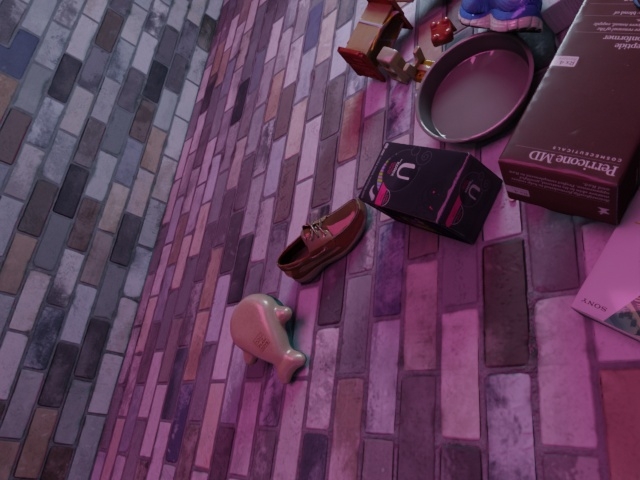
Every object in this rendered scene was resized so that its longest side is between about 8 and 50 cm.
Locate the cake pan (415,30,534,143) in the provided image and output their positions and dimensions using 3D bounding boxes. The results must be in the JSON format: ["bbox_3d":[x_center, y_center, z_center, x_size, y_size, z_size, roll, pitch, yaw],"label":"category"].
[{"bbox_3d":[0.369,-0.359,1.169,0.293,0.054,0.293,-17,62,36],"label":"cake pan"}]

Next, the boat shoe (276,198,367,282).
[{"bbox_3d":[0.000,0.000,1.375,0.324,0.116,0.123,-46,40,22],"label":"boat shoe"}]

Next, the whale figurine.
[{"bbox_3d":[-0.135,0.275,1.390,0.272,0.141,0.216,43,105,27],"label":"whale figurine"}]

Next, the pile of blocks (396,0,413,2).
[{"bbox_3d":[0.367,-0.800,1.433,0.362,0.112,0.148,-15,100,24],"label":"pile of blocks"}]

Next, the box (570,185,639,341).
[{"bbox_3d":[0.567,0.018,0.730,0.232,0.059,0.321,32,96,53],"label":"box"}]

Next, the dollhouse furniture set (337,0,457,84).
[{"bbox_3d":[0.253,-0.569,1.425,0.374,0.152,0.201,32,94,36],"label":"dollhouse furniture set"}]

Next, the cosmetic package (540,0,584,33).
[{"bbox_3d":[0.586,-0.571,1.042,0.231,0.086,0.117,-30,48,38],"label":"cosmetic package"}]

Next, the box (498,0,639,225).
[{"bbox_3d":[0.483,-0.236,0.837,0.191,0.143,0.381,22,78,37],"label":"box"}]

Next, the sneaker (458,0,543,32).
[{"bbox_3d":[0.424,-0.569,1.126,0.330,0.130,0.147,-107,17,-62],"label":"sneaker"}]

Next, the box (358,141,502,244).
[{"bbox_3d":[0.246,-0.117,1.127,0.270,0.143,0.165,24,89,53],"label":"box"}]

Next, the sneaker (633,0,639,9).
[{"bbox_3d":[0.563,-0.489,0.755,0.104,0.125,0.261,24,88,41],"label":"sneaker"}]

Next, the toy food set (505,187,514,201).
[{"bbox_3d":[0.449,-0.166,0.972,0.218,0.071,0.128,-21,54,43],"label":"toy food set"}]
